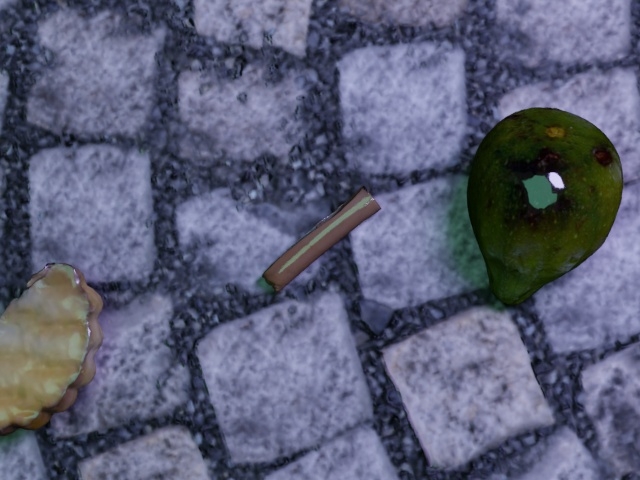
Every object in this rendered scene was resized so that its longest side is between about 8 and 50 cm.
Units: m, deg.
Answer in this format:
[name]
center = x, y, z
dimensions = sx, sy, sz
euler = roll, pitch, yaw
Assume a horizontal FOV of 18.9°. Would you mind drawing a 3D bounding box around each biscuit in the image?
[biscuit]
center = -0.256, 0.104, 1.631
dimensions = 0.183, 0.061, 0.118
euler = -27, 81, 12

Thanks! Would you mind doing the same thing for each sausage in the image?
[sausage]
center = 0.000, 0.000, 1.597
dimensions = 0.116, 0.026, 0.026
euler = -40, 78, 8

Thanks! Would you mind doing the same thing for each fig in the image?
[fig]
center = 0.173, -0.019, 1.528
dimensions = 0.123, 0.123, 0.156
euler = 18, 128, 14
